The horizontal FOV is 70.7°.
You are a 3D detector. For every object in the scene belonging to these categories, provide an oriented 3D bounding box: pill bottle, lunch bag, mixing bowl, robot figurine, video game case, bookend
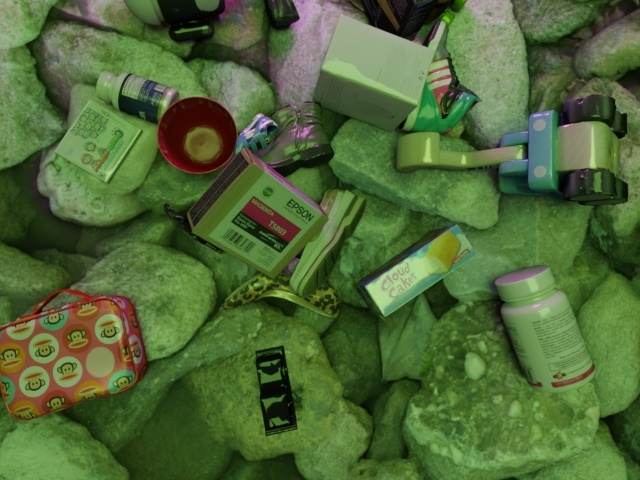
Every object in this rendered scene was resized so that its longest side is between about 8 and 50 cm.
[{"bbox_3d":[0.552,0.215,1.126,0.161,0.160,0.282,-21,91,-7],"label":"pill bottle"},{"bbox_3d":[-0.565,0.240,1.020,0.294,0.120,0.257,-14,89,-6],"label":"lunch bag"},{"bbox_3d":[-0.287,-0.241,1.080,0.182,0.098,0.181,0,89,-6],"label":"mixing bowl"},{"bbox_3d":[-0.432,-0.340,1.070,0.170,0.094,0.094,18,86,-5],"label":"pill bottle"},{"bbox_3d":[-0.327,-0.609,1.056,0.279,0.173,0.208,-15,79,-7],"label":"robot figurine"},{"bbox_3d":[-0.536,-0.240,1.092,0.143,0.019,0.157,31,85,-4],"label":"video game case"},{"bbox_3d":[-0.106,0.342,1.050,0.073,0.156,0.157,-10,88,-6],"label":"bookend"}]

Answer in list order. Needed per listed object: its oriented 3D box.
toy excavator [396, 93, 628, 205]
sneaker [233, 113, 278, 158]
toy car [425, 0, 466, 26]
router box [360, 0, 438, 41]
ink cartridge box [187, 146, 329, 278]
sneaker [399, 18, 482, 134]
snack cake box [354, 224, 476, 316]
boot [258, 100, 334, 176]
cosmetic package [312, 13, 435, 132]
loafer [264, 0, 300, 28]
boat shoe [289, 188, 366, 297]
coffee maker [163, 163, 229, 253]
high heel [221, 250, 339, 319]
[{"bbox_3d":[0.471,-0.198,1.118,0.433,0.446,0.222,4,85,-48],"label":"toy excavator"},{"bbox_3d":[-0.152,-0.235,1.056,0.059,0.053,0.144,26,70,12],"label":"sneaker"},{"bbox_3d":[0.306,-0.644,1.116,0.155,0.188,0.148,36,85,-4],"label":"toy car"},{"bbox_3d":[0.152,-0.646,1.073,0.081,0.243,0.308,-27,92,-6],"label":"router box"},{"bbox_3d":[-0.130,-0.050,0.969,0.193,0.088,0.235,-47,128,11],"label":"ink cartridge box"},{"bbox_3d":[0.323,-0.396,1.142,0.179,0.124,0.295,17,86,-6],"label":"sneaker"},{"bbox_3d":[0.223,0.072,1.099,0.265,0.152,0.089,-33,91,-7],"label":"snack cake box"},{"bbox_3d":[-0.097,-0.247,1.125,0.247,0.083,0.161,-17,77,-5],"label":"boot"},{"bbox_3d":[0.113,-0.382,1.067,0.225,0.224,0.138,17,87,-6],"label":"cosmetic package"},{"bbox_3d":[-0.116,-0.647,1.130,0.078,0.076,0.223,-20,95,-12],"label":"loafer"},{"bbox_3d":[0.000,0.000,1.083,0.104,0.113,0.302,24,60,16],"label":"boat shoe"},{"bbox_3d":[-0.230,-0.083,1.028,0.171,0.120,0.178,29,107,-39],"label":"coffee maker"},{"bbox_3d":[-0.087,0.155,1.087,0.261,0.093,0.186,-28,85,-16],"label":"high heel"}]
